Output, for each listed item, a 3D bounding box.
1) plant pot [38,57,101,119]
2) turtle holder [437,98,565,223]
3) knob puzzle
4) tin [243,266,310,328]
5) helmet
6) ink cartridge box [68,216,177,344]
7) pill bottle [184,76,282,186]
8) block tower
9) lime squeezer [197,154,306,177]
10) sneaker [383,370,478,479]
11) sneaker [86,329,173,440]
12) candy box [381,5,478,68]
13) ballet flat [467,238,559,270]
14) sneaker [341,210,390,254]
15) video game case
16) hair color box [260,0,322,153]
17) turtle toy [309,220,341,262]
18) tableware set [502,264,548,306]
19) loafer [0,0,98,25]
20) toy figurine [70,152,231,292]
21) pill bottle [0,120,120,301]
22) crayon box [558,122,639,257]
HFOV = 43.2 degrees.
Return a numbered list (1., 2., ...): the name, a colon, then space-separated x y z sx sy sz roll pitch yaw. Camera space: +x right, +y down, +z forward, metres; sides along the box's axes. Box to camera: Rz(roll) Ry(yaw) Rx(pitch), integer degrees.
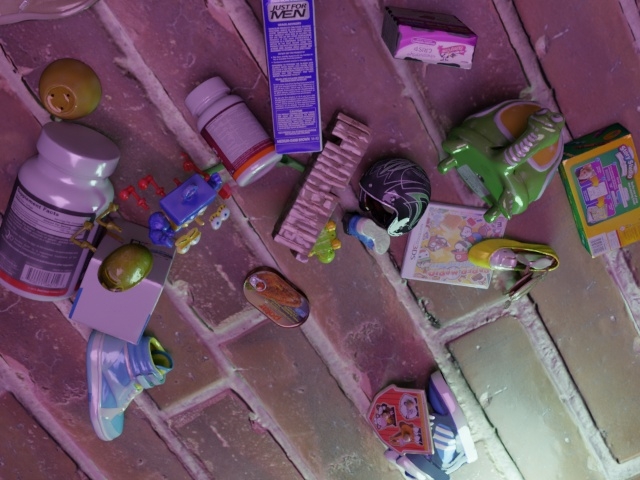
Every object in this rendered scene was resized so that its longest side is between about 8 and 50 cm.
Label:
1. plant pot: -0.548 -0.315 1.742 0.134 0.095 0.134 -1 115 -3
2. turtle holder: 0.400 -0.203 1.741 0.227 0.243 0.320 -40 150 -6
3. knob puzzle: 0.198 0.474 2.128 0.213 0.030 0.213 7 102 37
4. tin: -0.109 0.142 2.013 0.106 0.040 0.189 -44 110 12
5. helmet: 0.169 -0.110 1.836 0.169 0.169 0.162 -1 132 -3
6. ink cartridge box: -0.447 0.086 1.861 0.168 0.233 0.171 23 112 -11
7. pill bottle: -0.190 -0.236 1.750 0.121 0.121 0.221 -38 86 14
8. block tower: -0.001 -0.121 1.821 0.097 0.091 0.336 25 97 -13
9. lime squeezer: -0.125 -0.173 1.852 0.310 0.059 0.110 4 115 -5
10. sneaker: 0.270 0.514 2.152 0.236 0.130 0.323 -22 120 3
11. sneaker: -0.476 0.376 2.056 0.208 0.127 0.319 1 116 -2
12. candy box: 0.216 -0.418 1.656 0.159 0.233 0.071 7 115 -5
13. ballet flat: 0.472 0.041 1.949 0.230 0.077 0.077 3 114 -16
14. sneaker: 0.105 -0.022 1.940 0.058 0.084 0.152 -59 142 -6
15. video game case: 0.325 0.011 1.978 0.226 0.026 0.206 7 115 -6
16. hair color box: -0.060 -0.370 1.668 0.110 0.185 0.339 -4 123 -3
17. turtle toy: 0.000 0.000 1.934 0.095 0.066 0.130 -15 116 6
18. tableware set: 0.486 0.109 1.963 0.128 0.194 0.039 -39 75 4
19. loafer: -0.577 -0.501 1.651 0.268 0.102 0.092 -10 121 3
20. toy figurine: -0.326 -0.072 1.684 0.362 0.217 0.191 -39 90 -28
21. pill bottle: -0.584 -0.064 1.796 0.210 0.210 0.363 22 112 -13
22. crayon box: 0.672 -0.115 1.905 0.165 0.081 0.278 -22 114 7
